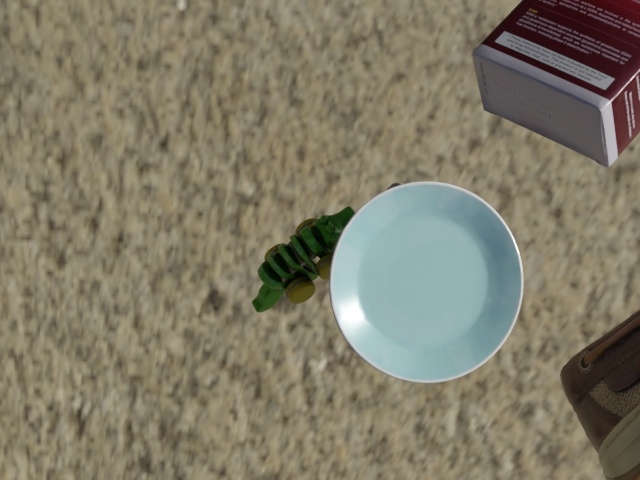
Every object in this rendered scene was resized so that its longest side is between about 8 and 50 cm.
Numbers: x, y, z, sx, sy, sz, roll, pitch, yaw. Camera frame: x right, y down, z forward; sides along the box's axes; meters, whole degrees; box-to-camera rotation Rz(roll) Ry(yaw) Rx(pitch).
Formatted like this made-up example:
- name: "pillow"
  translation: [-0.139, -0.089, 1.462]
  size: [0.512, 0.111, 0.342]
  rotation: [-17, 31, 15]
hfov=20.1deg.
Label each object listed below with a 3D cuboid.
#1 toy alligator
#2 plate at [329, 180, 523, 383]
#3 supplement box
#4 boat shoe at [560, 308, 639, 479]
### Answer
- name: "toy alligator"
  translation: [0.000, 0.000, 1.697]
  size: [0.189, 0.051, 0.056]
  rotation: [-39, 58, 12]
- name: "plate"
  translation: [0.097, 0.039, 1.683]
  size: [0.188, 0.024, 0.188]
  rotation: [0, 89, -12]
- name: "supplement box"
  translation: [0.247, -0.181, 1.461]
  size: [0.130, 0.073, 0.239]
  rotation: [29, 65, 33]
- name: "boat shoe"
  translation: [0.265, 0.006, 1.024]
  size: [0.123, 0.342, 0.123]
  rotation: [10, 41, -43]
